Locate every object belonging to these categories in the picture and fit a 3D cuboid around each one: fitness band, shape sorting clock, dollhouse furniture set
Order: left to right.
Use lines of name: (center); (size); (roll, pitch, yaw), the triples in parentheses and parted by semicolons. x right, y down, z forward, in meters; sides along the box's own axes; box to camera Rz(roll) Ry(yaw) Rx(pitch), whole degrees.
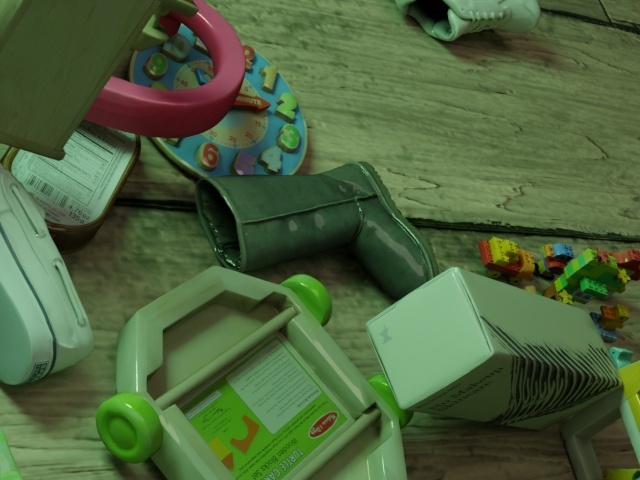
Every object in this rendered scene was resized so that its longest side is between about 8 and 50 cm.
dollhouse furniture set: (-0.292, -0.253, 1.104); (0.303, 0.174, 0.355); (18, 28, -44)
fitness band: (-0.212, -0.194, 1.236); (0.291, 0.054, 0.209); (18, 39, -11)
shape sorting clock: (-0.101, -0.139, 1.337); (0.206, 0.040, 0.206); (23, 44, -24)

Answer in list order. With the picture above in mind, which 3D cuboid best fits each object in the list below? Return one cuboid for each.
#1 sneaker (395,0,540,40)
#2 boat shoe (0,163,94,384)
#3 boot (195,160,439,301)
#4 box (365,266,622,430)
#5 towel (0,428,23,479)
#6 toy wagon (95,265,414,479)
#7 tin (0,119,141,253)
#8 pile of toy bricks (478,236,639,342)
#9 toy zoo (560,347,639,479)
sneaker: (0.183, -0.295, 1.689); (0.232, 0.090, 0.115); (12, 56, -21)
boat shoe: (-0.264, -0.006, 1.057); (0.084, 0.095, 0.258); (-13, 76, -50)
boot: (-0.001, 0.002, 1.274); (0.208, 0.076, 0.189); (-10, 57, -49)
box: (0.171, 0.109, 1.242); (0.275, 0.113, 0.094); (15, 46, -51)
towel: (-0.276, 0.183, 0.924); (0.152, 0.023, 0.113); (-12, 65, -45)
toy wagon: (-0.023, 0.181, 1.106); (0.344, 0.068, 0.267); (50, 40, 6)
tin: (-0.225, -0.067, 1.175); (0.106, 0.040, 0.189); (36, 40, -16)
pile of toy bricks: (0.288, 0.043, 1.457); (0.212, 0.105, 0.118); (16, 48, -30)
toy zoo: (0.333, 0.231, 1.265); (0.030, 0.192, 0.293); (10, 51, -34)
